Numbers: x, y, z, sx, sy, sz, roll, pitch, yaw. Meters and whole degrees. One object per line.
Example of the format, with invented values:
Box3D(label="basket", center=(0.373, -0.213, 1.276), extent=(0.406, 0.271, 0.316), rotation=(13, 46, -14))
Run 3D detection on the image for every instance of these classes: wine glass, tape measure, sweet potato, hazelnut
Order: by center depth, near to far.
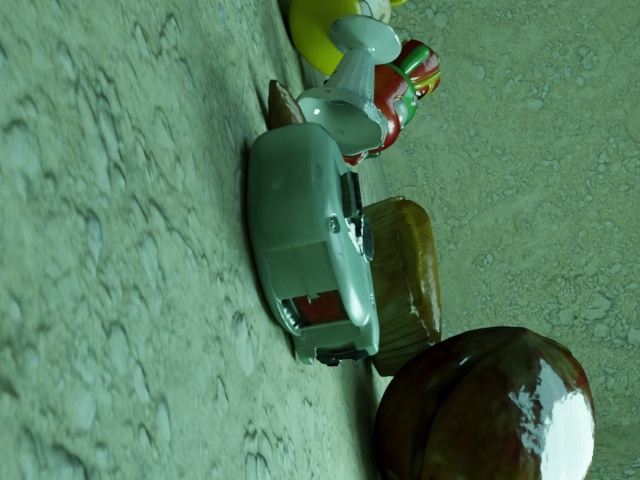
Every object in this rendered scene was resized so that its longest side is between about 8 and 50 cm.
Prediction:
Box3D(label="tape measure", center=(0.000, 0.001, 0.954), extent=(0.246, 0.125, 0.243), rotation=(64, 17, -61))
Box3D(label="sweet potato", center=(-0.038, -0.141, 1.131), extent=(0.058, 0.055, 0.202), rotation=(-61, 149, -33))
Box3D(label="wine glass", center=(0.049, -0.261, 1.329), extent=(0.165, 0.165, 0.196), rotation=(63, 38, -60))
Box3D(label="hazelnut", center=(0.297, 0.351, 1.484), extent=(0.402, 0.429, 0.401), rotation=(12, -76, 59))

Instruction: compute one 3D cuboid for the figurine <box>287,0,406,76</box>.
Box3D(label="figurine", center=(0.087, -0.459, 1.505), extent=(0.187, 0.343, 0.215), rotation=(15, -36, 51))

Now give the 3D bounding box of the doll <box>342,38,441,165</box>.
Box3D(label="doll", center=(0.104, -0.268, 1.593), extent=(0.363, 0.160, 0.182), rotation=(-53, -177, -29))

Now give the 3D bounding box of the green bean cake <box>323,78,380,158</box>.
Box3D(label="green bean cake", center=(0.068, -0.283, 1.809), extent=(0.208, 0.107, 0.193), rotation=(-71, 145, -75))

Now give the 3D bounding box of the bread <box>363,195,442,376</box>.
Box3D(label="bread", center=(0.166, 0.093, 1.696), extent=(0.236, 0.183, 0.388), rotation=(64, 16, -66))
